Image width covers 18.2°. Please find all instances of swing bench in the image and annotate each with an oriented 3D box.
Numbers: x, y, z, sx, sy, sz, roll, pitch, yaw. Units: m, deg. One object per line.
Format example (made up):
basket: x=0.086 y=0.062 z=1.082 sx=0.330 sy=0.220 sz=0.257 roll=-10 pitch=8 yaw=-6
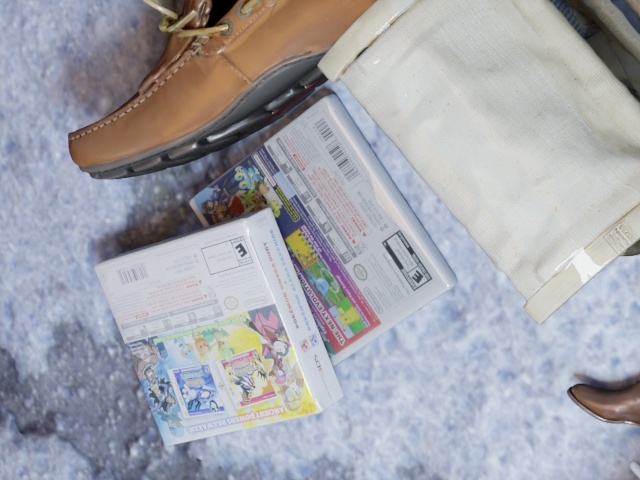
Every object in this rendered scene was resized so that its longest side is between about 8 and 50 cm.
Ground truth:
swing bench: x=0.176 y=-0.104 z=1.513 sx=0.165 sy=0.255 sz=0.253 roll=-44 pitch=81 yaw=27

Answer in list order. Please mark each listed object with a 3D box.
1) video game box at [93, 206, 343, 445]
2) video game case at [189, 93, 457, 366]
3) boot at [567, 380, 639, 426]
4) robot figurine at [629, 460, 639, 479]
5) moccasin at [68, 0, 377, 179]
video game box: x=-0.095 y=0.082 z=1.822 sx=0.205 sy=0.048 sz=0.187 roll=-16 pitch=96 yaw=40
video game case: x=0.000 y=0.000 z=1.781 sx=0.183 sy=0.023 sz=0.201 roll=-36 pitch=86 yaw=31
boot: x=0.269 y=0.102 z=1.649 sx=0.106 sy=0.037 sz=0.114 roll=21 pitch=116 yaw=9
robot figurine: x=0.340 y=0.336 z=1.576 sx=0.300 sy=0.200 sz=0.353 roll=-21 pitch=92 yaw=60
moccasin: x=-0.073 y=-0.173 z=1.707 sx=0.380 sy=0.139 sz=0.147 roll=-33 pitch=85 yaw=31
